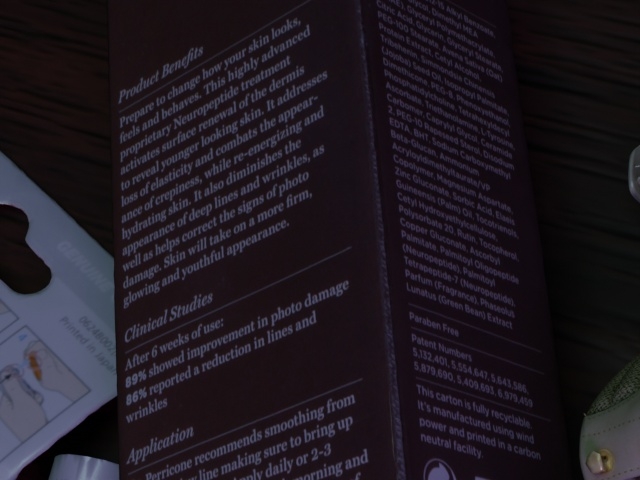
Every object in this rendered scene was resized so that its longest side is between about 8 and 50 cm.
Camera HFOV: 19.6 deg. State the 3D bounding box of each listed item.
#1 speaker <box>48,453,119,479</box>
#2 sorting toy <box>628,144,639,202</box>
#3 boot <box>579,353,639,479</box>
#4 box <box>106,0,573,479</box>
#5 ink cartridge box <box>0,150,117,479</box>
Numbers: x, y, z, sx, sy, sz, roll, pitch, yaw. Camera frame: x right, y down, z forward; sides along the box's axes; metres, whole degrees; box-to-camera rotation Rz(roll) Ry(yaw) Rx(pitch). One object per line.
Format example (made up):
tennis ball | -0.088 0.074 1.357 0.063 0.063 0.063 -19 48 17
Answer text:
speaker | -0.135 0.186 0.997 0.055 0.055 0.136 6 69 23
sorting toy | 0.207 -0.053 0.985 0.083 0.045 0.075 -9 57 17
boot | 0.186 0.088 0.717 0.203 0.095 0.262 -34 19 39
box | 0.000 0.000 0.951 0.191 0.143 0.381 -25 59 37
ink cartridge box | -0.306 0.106 1.103 0.385 0.091 0.308 -38 57 -19
